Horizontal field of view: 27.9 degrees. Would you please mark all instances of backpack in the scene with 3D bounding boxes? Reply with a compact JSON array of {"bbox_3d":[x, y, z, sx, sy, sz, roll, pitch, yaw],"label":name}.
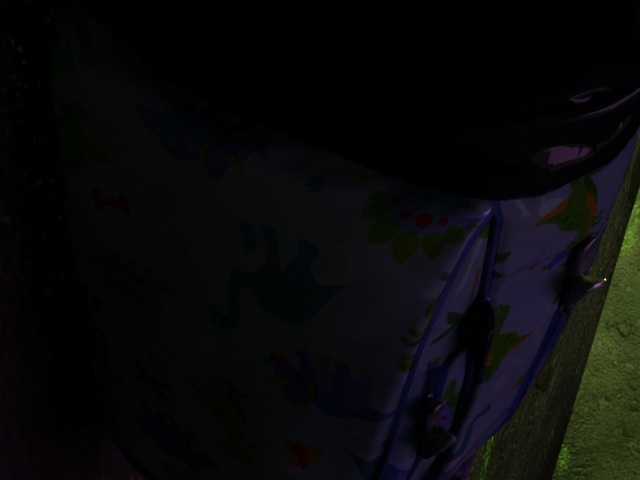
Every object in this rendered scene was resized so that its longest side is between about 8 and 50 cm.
[{"bbox_3d":[0.000,0.000,0.671,0.273,0.290,0.355,-55,162,-24],"label":"backpack"}]

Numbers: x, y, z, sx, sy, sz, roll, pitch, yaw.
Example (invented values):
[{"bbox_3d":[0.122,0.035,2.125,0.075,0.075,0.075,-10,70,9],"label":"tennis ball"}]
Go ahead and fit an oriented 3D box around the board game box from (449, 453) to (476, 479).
[{"bbox_3d":[0.087,0.071,1.070,0.144,0.142,0.275,112,3,-62],"label":"board game box"}]
